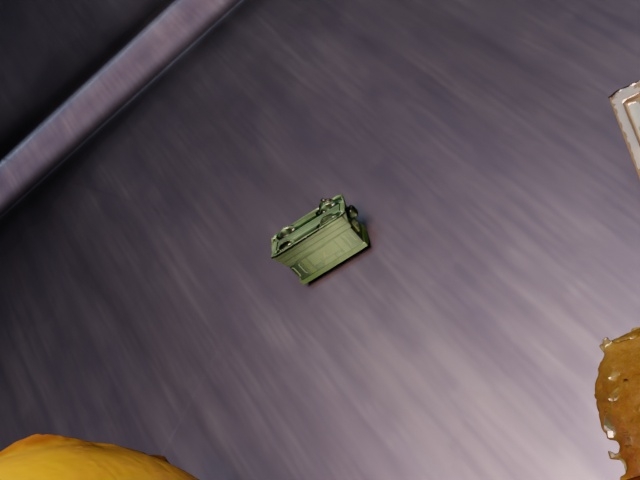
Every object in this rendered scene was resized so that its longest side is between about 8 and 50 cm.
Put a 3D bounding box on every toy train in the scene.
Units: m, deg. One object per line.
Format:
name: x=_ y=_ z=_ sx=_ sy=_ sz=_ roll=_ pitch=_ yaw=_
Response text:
toy train: x=0.000 y=0.000 z=0.926 sx=0.093 sy=0.056 sz=0.038 roll=-33 pitch=31 yaw=18

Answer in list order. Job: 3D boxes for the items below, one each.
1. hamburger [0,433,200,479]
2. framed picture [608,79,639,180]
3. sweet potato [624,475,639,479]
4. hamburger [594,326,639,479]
hamburger: x=-0.145 y=0.341 z=0.596 sx=0.277 sy=0.396 sz=0.395 roll=23 pitch=78 yaw=44
framed picture: x=0.346 y=-0.072 z=0.669 sx=0.260 sy=0.023 sz=0.188 roll=-25 pitch=69 yaw=29
sweet potato: x=0.131 y=0.197 z=0.541 sx=0.112 sy=0.359 sz=0.112 roll=3 pitch=67 yaw=-7
hamburger: x=0.298 y=0.138 z=0.554 sx=0.211 sy=0.132 sz=0.308 roll=-32 pitch=45 yaw=23
